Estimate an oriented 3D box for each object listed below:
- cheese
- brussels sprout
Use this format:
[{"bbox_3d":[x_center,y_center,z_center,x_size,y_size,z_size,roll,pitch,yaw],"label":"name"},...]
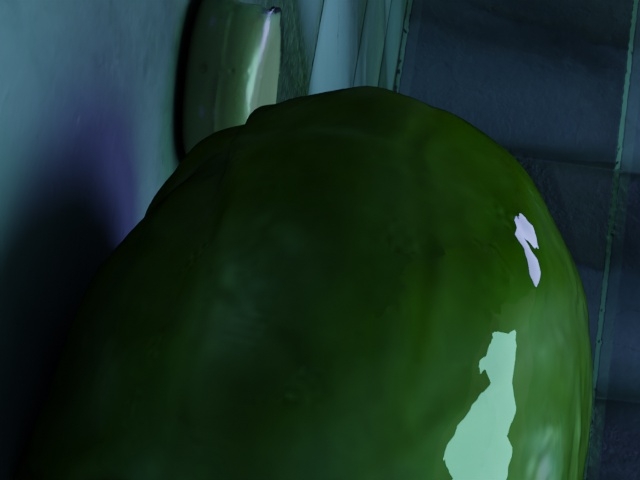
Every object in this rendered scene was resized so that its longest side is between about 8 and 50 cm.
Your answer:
[{"bbox_3d":[-0.054,-0.064,0.787,0.092,0.047,0.171,-69,166,-58],"label":"cheese"},{"bbox_3d":[-0.003,0.089,0.587,0.328,0.247,0.328,21,90,-75],"label":"brussels sprout"}]
